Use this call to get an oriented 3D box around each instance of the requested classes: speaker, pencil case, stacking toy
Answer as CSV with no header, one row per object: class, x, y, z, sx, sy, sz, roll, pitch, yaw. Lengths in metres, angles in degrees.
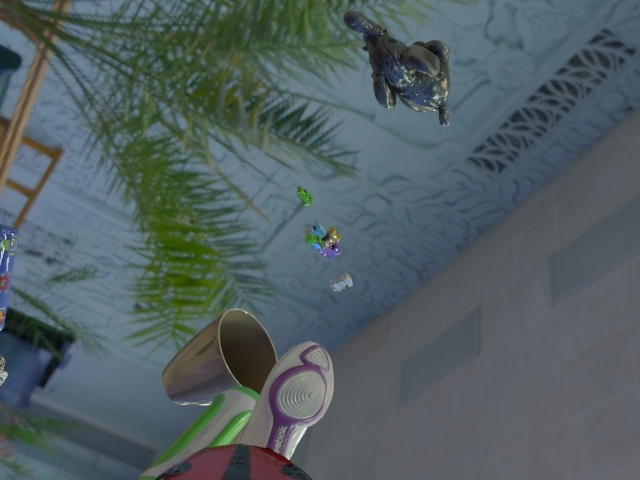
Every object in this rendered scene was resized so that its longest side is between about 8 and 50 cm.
speaker,-0.211,0.395,1.430,0.131,0.131,0.296,-49,177,40
pencil case,-0.918,0.101,2.150,0.133,0.119,0.306,15,-84,34
stacking toy,0.000,0.000,1.818,0.052,0.221,0.167,-25,-133,11

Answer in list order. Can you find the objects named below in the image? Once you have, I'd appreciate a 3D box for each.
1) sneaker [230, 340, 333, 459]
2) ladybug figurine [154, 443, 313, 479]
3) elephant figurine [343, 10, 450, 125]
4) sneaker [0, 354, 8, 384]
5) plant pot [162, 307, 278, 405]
sneaker,-0.086,0.295,1.236,0.152,0.114,0.305,-16,-138,60
ladybug figurine,-0.101,0.350,0.880,0.449,0.305,0.161,-143,-125,-83
elephant figurine,0.159,-0.349,1.590,0.186,0.239,0.169,23,-78,32
sneaker,-0.716,0.267,1.643,0.071,0.083,0.190,-52,-179,-32
plant pot,-0.304,0.359,2.186,0.274,0.256,0.256,-27,-149,24
